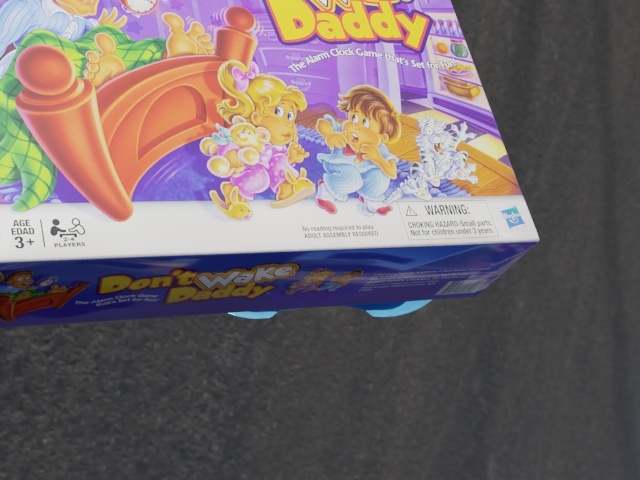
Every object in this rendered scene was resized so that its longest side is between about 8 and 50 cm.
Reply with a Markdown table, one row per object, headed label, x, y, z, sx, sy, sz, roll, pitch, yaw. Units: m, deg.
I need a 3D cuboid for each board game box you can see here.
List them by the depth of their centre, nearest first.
| label | x | y | z | sx | sy | sz | roll | pitch | yaw |
| --- | --- | --- | --- | --- | --- | --- | --- | --- | --- |
| board game box | -0.068 | -0.077 | 0.603 | 0.347 | 0.078 | 0.233 | -2 | 62 | -27 |

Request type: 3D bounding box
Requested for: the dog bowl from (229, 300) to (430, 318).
| label | x | y | z | sx | sy | sz | roll | pitch | yaw |
| --- | --- | --- | --- | --- | --- | --- | --- | --- | --- |
| dog bowl | 0.000 | 0.000 | 1.145 | 0.074 | 0.297 | 0.165 | -62 | 150 | -88 |
